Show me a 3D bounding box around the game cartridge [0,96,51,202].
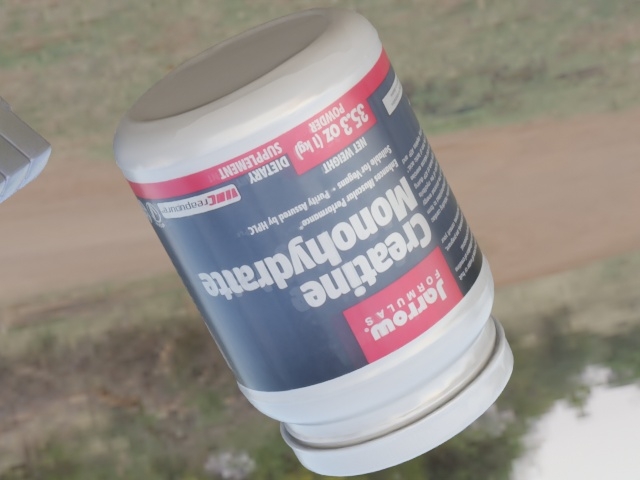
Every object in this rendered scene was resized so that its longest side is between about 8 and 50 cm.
[{"bbox_3d":[-0.442,-0.135,1.576,0.068,0.355,0.230,-55,173,36],"label":"game cartridge"}]

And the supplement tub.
[{"bbox_3d":[0.000,0.000,1.167,0.191,0.272,0.191,-24,-161,9],"label":"supplement tub"}]
